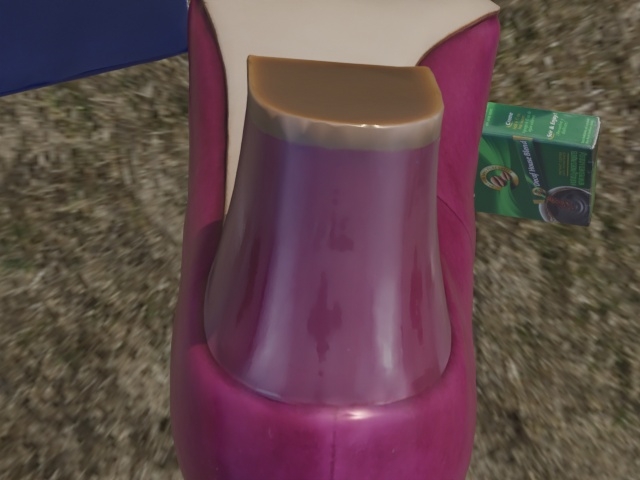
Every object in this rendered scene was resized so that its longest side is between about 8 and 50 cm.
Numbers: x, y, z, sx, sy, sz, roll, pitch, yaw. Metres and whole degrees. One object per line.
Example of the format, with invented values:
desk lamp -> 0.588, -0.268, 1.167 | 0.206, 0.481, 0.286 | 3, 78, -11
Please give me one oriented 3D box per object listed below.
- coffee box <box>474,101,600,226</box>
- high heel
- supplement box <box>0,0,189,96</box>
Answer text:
coffee box -> 0.146, -0.070, 1.510 | 0.184, 0.113, 0.040 | 10, 54, 12
high heel -> 0.000, 0.000, 0.661 | 0.127, 0.377, 0.181 | 6, 107, 5
supplement box -> -0.228, -0.285, 1.297 | 0.194, 0.356, 0.195 | -14, 128, -6
